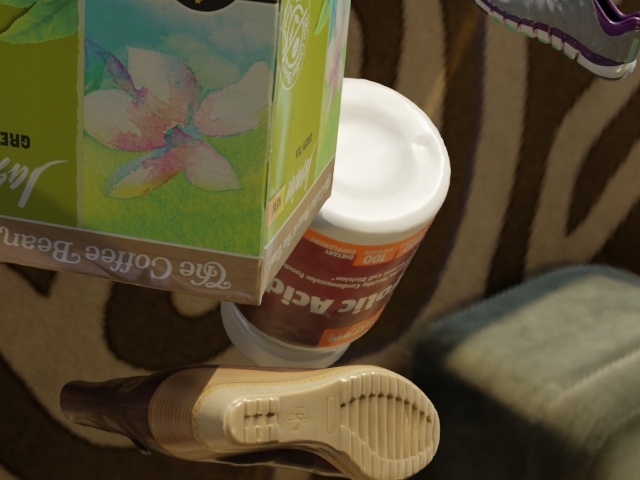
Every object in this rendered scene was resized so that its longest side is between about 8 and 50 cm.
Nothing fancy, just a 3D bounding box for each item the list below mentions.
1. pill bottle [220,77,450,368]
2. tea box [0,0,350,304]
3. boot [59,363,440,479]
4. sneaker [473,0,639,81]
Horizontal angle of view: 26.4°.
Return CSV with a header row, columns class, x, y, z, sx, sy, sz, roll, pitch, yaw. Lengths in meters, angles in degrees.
class,x,y,z,sx,sy,sz,roll,pitch,yaw
pill bottle,0.000,0.000,1.700,0.224,0.224,0.392,-29,160,-29
tea box,-0.158,-0.163,0.947,0.220,0.329,0.323,-59,155,-64
boot,-0.052,0.134,1.072,0.248,0.207,0.090,12,82,-42
sneaker,0.286,-0.281,1.612,0.083,0.224,0.098,-46,163,-55
